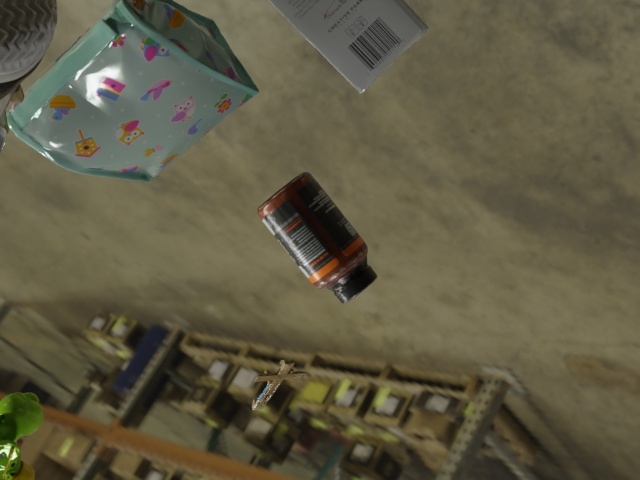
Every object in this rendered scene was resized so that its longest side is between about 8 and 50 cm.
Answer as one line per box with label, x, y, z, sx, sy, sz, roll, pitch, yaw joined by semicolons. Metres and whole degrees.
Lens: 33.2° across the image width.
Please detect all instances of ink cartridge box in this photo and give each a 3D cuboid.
ink cartridge box;0.009;-0.378;1.526;0.272;0.130;0.309;44;-164;-13

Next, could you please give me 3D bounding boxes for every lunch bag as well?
lunch bag;-0.242;-0.195;1.335;0.160;0.223;0.262;58;-161;18

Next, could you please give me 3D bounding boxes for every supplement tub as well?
supplement tub;0.000;0.000;1.637;0.198;0.106;0.106;52;155;-1

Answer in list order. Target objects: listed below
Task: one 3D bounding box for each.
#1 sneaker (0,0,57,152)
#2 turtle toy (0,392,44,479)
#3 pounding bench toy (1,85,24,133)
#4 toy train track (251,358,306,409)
sneaker;-0.342;-0.071;0.617;0.137;0.365;0.210;67;152;19
turtle toy;-0.313;0.192;1.003;0.095;0.130;0.066;48;-168;-36
pounding bench toy;-0.312;-0.119;0.953;0.065;0.083;0.052;28;149;9
toy train track;-0.044;0.127;0.971;0.048;0.014;0.083;0;143;-29
